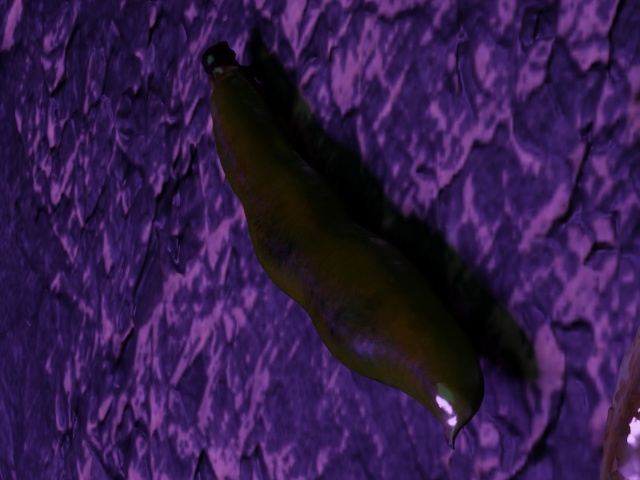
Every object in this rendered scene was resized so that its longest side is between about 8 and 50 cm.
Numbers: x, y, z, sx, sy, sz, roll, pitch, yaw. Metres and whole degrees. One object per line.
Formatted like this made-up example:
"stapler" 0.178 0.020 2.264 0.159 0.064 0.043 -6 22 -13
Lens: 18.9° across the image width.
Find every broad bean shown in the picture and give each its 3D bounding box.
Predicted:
"broad bean" -0.001 0.001 0.876 0.060 0.043 0.297 -60 38 20

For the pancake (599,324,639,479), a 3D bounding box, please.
"pancake" 0.151 0.110 0.595 0.253 0.037 0.253 -175 90 -69
